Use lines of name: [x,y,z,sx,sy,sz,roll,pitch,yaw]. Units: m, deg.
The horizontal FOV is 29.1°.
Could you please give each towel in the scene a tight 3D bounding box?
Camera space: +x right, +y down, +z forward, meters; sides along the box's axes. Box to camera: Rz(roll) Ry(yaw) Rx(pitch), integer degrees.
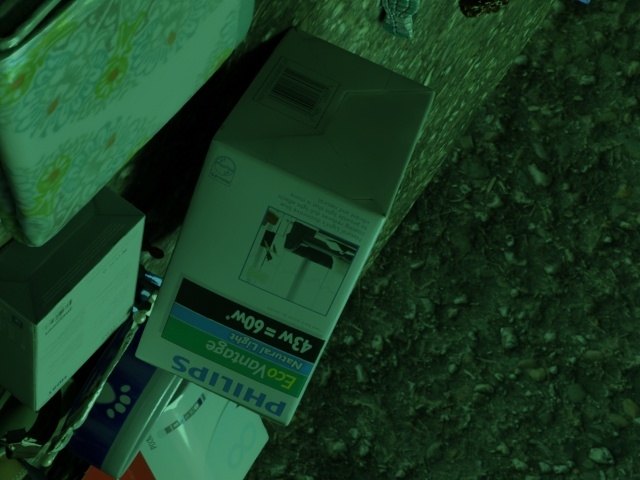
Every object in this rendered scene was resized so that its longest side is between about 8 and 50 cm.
towel: [-0.183,-0.186,1.087,0.320,0.090,0.374,-47,168,-21]

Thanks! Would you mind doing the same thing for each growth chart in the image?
growth chart: [-0.279,0.176,1.557,0.237,0.021,0.172,-58,-174,-9]

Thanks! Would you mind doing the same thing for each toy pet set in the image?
toy pet set: [-0.259,0.055,1.684,0.114,0.065,0.122,32,92,-45]

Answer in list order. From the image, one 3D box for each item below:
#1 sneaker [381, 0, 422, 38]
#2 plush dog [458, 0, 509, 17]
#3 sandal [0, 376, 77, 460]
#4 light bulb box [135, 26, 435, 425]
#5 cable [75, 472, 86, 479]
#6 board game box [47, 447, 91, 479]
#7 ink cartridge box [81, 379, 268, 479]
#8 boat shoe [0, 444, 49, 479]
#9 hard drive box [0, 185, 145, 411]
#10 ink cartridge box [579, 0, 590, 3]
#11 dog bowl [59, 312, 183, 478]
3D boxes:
sneaker: [0.136,-0.394,1.986,0.166,0.065,0.076,103,8,-74]
plush dog: [0.218,-0.431,1.709,0.262,0.225,0.210,-56,170,8]
sandal: [-0.372,0.228,1.586,0.120,0.086,0.303,-56,170,10]
light bulb box: [-0.041,-0.024,1.618,0.358,0.225,0.361,-64,179,-56]
cable: [-0.425,0.449,2.125,0.150,0.047,0.184,-35,172,-42]
board game box: [-0.388,0.346,2.092,0.126,0.026,0.186,-57,170,15]
ink cartridge box: [-0.246,0.383,2.097,0.385,0.091,0.308,-58,147,-35]
boat shoe: [-0.435,0.424,1.773,0.187,0.156,0.500,-52,172,-23]
hard drive box: [-0.293,0.063,1.391,0.181,0.089,0.232,-48,168,-32]
ink cartridge box: [0.381,-0.536,1.846,0.270,0.151,0.395,-59,-161,24]
dog bowl: [-0.273,0.212,1.817,0.265,0.104,0.265,-60,180,0]
